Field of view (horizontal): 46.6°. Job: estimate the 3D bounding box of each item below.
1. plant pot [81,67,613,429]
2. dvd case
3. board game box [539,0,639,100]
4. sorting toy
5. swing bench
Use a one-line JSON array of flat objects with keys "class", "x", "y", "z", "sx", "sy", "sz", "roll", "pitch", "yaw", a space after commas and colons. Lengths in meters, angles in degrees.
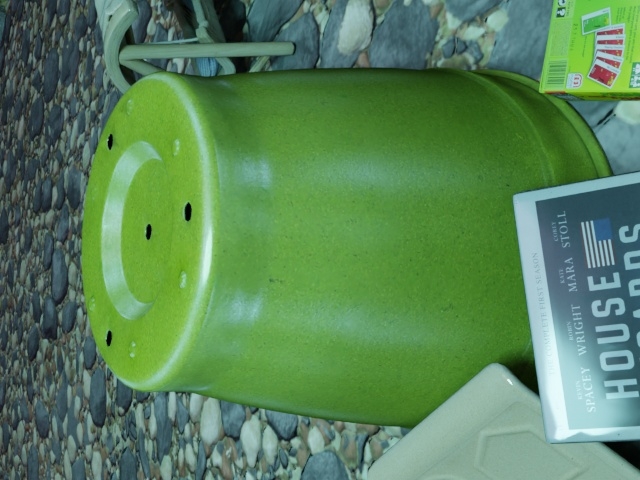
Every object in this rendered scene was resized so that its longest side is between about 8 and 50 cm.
[{"class": "plant pot", "x": 0.000, "y": 0.000, "z": 0.648, "sx": 0.366, "sy": 0.353, "sz": 0.366, "roll": -8, "pitch": 80, "yaw": 52}, {"class": "dvd case", "x": 0.257, "y": 0.035, "z": 0.483, "sx": 0.239, "sy": 0.029, "sz": 0.179, "roll": -10, "pitch": 78, "yaw": 23}, {"class": "board game box", "x": 0.240, "y": -0.206, "z": 0.597, "sx": 0.092, "sy": 0.043, "sz": 0.181, "roll": 12, "pitch": 97, "yaw": 47}, {"class": "sorting toy", "x": 0.166, "y": 0.210, "z": 0.599, "sx": 0.208, "sy": 0.038, "sz": 0.193, "roll": 39, "pitch": 127, "yaw": 2}, {"class": "swing bench", "x": -0.209, "y": -0.329, "z": 1.039, "sx": 0.165, "sy": 0.255, "sz": 0.253, "roll": -44, "pitch": 53, "yaw": 42}]
